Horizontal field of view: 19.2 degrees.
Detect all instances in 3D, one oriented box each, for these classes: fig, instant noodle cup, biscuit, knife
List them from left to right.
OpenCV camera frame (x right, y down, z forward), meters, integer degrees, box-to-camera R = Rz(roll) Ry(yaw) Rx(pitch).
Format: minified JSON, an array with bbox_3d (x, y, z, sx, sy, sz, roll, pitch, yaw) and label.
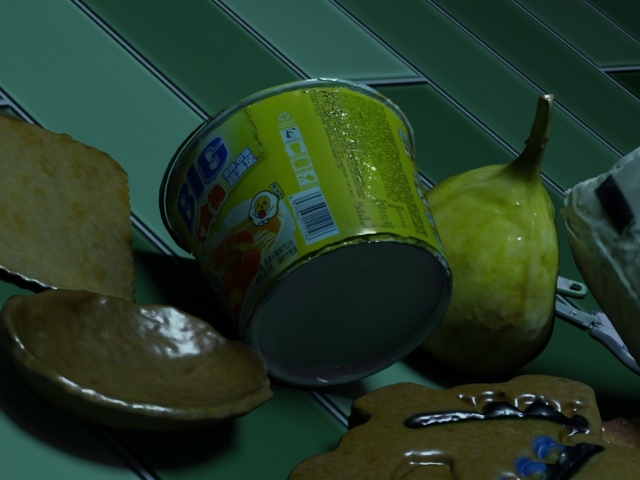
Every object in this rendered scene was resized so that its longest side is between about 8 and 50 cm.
[{"bbox_3d":[-0.242,-0.043,1.397,0.232,0.013,0.237,23,25,-20],"label":"biscuit"},{"bbox_3d":[0.000,0.000,1.390,0.205,0.205,0.153,13,36,-35],"label":"instant noodle cup"},{"bbox_3d":[0.135,-0.013,1.500,0.159,0.257,0.159,13,37,-10],"label":"fig"},{"bbox_3d":[0.172,0.027,1.747,0.207,0.014,0.030,15,29,-36],"label":"knife"},{"bbox_3d":[0.140,0.174,1.251,0.278,0.043,0.301,-20,39,-40],"label":"biscuit"}]

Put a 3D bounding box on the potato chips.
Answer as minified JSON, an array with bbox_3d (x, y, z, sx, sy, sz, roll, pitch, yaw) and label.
[{"bbox_3d":[-0.122,0.085,1.251,0.150,0.049,0.202,40,27,27],"label":"potato chips"}]

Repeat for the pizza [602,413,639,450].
[{"bbox_3d":[0.209,0.214,1.341,0.161,0.085,0.305,22,28,14],"label":"pizza"}]

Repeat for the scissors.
[{"bbox_3d":[0.241,0.071,1.741,0.189,0.015,0.100,24,28,-13],"label":"scissors"}]

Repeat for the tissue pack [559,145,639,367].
[{"bbox_3d":[0.384,0.107,1.474,0.375,0.195,0.390,41,15,-37],"label":"tissue pack"}]
